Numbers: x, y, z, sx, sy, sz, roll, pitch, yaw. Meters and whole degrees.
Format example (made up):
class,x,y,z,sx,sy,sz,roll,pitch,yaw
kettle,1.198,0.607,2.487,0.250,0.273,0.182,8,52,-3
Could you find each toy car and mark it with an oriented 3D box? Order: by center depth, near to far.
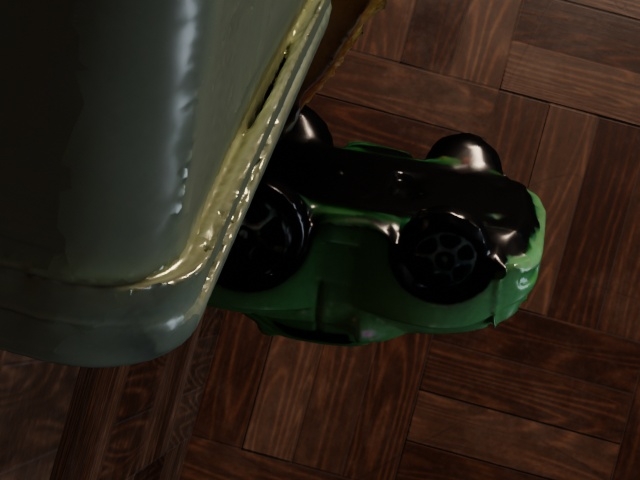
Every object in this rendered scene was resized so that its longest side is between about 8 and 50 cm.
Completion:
class,x,y,z,sx,sy,sz,roll,pitch,yaw
toy car,0.000,0.000,1.462,0.213,0.358,0.176,-74,174,-65

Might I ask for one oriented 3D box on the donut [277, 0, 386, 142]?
class,x,y,z,sx,sy,sz,roll,pitch,yaw
donut,0.023,-0.261,1.276,0.435,0.163,0.377,-50,-176,17

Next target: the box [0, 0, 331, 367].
class,x,y,z,sx,sy,sz,roll,pitch,yaw
box,-0.075,-0.196,0.606,0.352,0.177,0.344,-70,171,-62
